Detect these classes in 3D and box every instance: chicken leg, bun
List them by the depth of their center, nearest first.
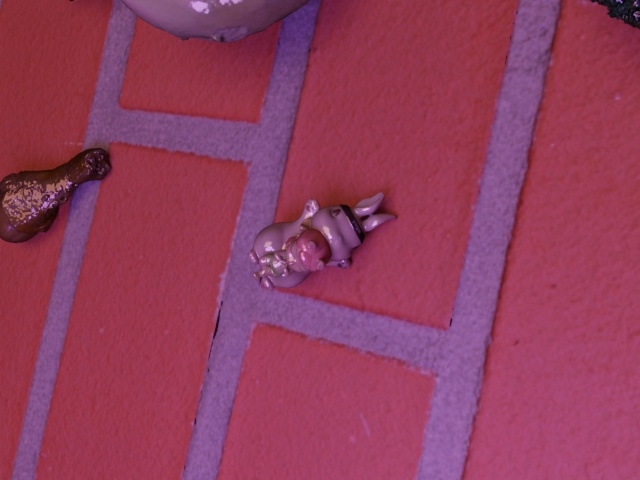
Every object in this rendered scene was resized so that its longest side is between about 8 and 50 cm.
[{"bbox_3d":[-0.108,-0.342,0.987,0.283,0.179,0.283,-1,79,7],"label":"bun"},{"bbox_3d":[-0.364,-0.068,1.158,0.198,0.069,0.085,-29,70,17],"label":"chicken leg"}]

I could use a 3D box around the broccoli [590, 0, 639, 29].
[{"bbox_3d":[0.302,-0.303,0.665,0.297,0.297,0.297,-36,37,33],"label":"broccoli"}]

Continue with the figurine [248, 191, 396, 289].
[{"bbox_3d":[0.004,0.009,0.913,0.146,0.081,0.098,-19,37,27],"label":"figurine"}]
